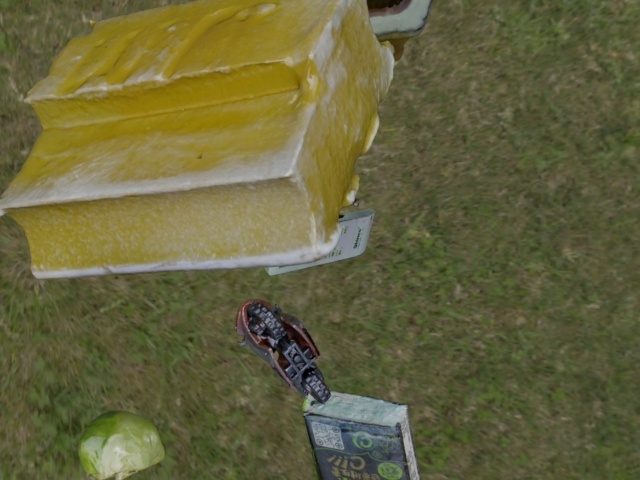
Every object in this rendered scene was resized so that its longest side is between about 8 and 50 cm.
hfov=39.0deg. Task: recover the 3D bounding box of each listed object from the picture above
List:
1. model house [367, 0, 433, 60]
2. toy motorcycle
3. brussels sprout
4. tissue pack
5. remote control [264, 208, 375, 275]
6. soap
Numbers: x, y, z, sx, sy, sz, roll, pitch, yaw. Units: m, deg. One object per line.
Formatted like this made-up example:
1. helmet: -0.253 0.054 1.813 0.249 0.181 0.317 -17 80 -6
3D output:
1. model house: 0.047 -0.361 1.419 0.268 0.239 0.173 -6 85 -13
2. toy motorcycle: -0.058 0.159 1.351 0.084 0.118 0.212 -43 124 -18
3. brussels sprout: -0.379 0.381 1.704 0.149 0.151 0.122 -18 92 -8
4. tissue pack: 0.073 0.356 1.482 0.073 0.173 0.235 -59 143 -47
5. remote control: 0.000 0.000 1.137 0.166 0.029 0.065 -12 129 -37
6. soap: -0.100 -0.092 0.752 0.143 0.281 0.259 62 33 -42
